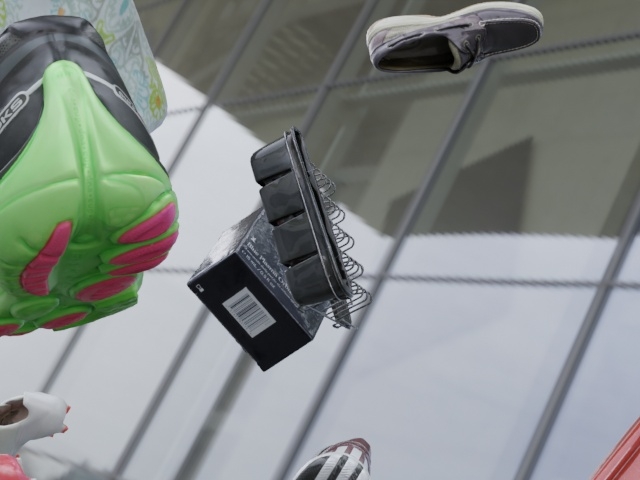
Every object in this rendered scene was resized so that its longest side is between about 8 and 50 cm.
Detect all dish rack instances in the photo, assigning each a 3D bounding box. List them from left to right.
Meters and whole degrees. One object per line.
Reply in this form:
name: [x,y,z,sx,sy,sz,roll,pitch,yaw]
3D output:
dish rack: [0.000,0.000,1.592,0.074,0.208,0.271,-20,-17,10]

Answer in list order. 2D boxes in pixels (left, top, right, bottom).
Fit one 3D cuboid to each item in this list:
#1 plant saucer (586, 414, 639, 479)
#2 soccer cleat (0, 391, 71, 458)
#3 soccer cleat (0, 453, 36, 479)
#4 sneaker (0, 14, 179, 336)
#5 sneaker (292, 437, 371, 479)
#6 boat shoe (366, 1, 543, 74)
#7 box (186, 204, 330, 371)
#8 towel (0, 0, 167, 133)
plant saucer: [0.292,0.249,1.036,0.259,0.258,0.047,20,-38,41]
soccer cleat: [-0.390,0.235,1.638,0.196,0.068,0.076,-33,-47,30]
soccer cleat: [-0.351,0.326,1.339,0.095,0.248,0.083,-1,26,-36]
sneaker: [-0.230,-0.038,1.072,0.185,0.202,0.483,-7,-12,-27]
sneaker: [-0.021,0.324,1.413,0.106,0.281,0.162,37,17,4]
boat shoe: [0.217,-0.313,2.130,0.285,0.092,0.102,-4,-41,4]
box: [-0.071,0.058,1.741,0.093,0.158,0.156,-35,-77,26]
towel: [-0.345,-0.234,1.709,0.090,0.374,0.320,-8,-69,28]
